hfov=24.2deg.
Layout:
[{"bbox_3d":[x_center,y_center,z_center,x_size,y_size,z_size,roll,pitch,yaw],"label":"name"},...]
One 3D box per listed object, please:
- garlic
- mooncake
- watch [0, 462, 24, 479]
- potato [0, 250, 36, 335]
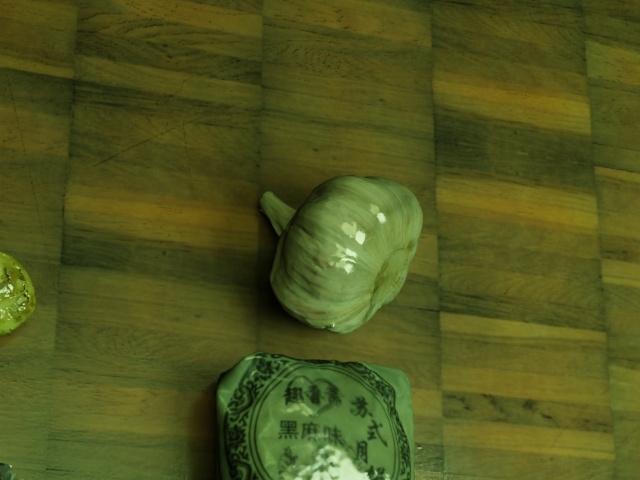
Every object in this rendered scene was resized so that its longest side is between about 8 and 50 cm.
[{"bbox_3d":[0.000,0.000,1.843,0.212,0.219,0.218,30,57,25],"label":"garlic"},{"bbox_3d":[-0.003,0.261,1.747,0.254,0.136,0.250,8,63,-19],"label":"mooncake"},{"bbox_3d":[-0.372,0.342,1.373,0.335,0.314,0.327,-8,95,-25],"label":"watch"},{"bbox_3d":[-0.407,0.052,1.700,0.170,0.080,0.107,18,51,-13],"label":"potato"}]
